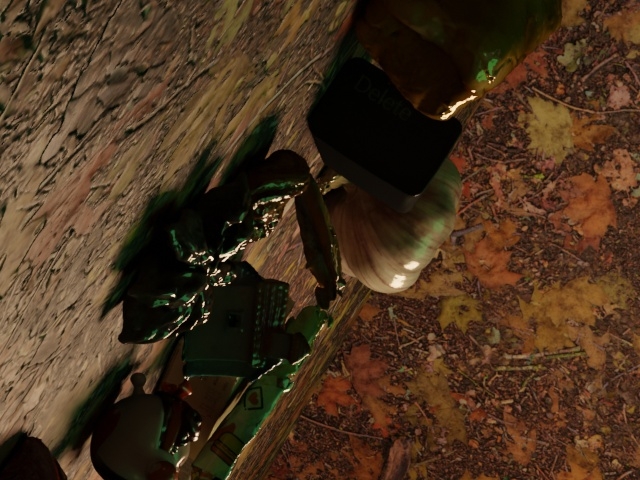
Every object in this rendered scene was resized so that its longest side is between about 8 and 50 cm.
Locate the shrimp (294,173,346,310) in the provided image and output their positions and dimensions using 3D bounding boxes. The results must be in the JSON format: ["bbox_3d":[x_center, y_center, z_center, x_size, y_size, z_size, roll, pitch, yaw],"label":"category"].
[{"bbox_3d":[-0.004,0.001,1.998,0.052,0.187,0.132,-16,-169,2],"label":"shrimp"}]

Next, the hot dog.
[{"bbox_3d":[-0.062,-0.051,1.690,0.099,0.065,0.147,-50,179,25],"label":"hot dog"}]

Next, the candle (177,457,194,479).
[{"bbox_3d":[-0.215,0.346,2.379,0.168,0.068,0.192,-59,176,6],"label":"candle"}]

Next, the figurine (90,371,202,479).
[{"bbox_3d":[-0.213,0.258,1.749,0.226,0.160,0.183,-63,177,-24],"label":"figurine"}]

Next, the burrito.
[{"bbox_3d":[-0.078,0.208,1.989,0.288,0.054,0.104,-57,174,-15],"label":"burrito"}]

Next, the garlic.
[{"bbox_3d":[0.075,-0.058,2.260,0.253,0.245,0.245,25,100,-44],"label":"garlic"}]

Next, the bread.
[{"bbox_3d":[0.180,-0.283,1.818,0.149,0.195,0.344,-38,-174,36],"label":"bread"}]

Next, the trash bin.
[{"bbox_3d":[0.080,-0.124,1.948,0.115,0.165,0.225,-57,175,-5],"label":"trash bin"}]

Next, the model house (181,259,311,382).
[{"bbox_3d":[-0.075,0.100,1.751,0.119,0.149,0.148,5,92,-78],"label":"model house"}]

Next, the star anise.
[{"bbox_3d":[-0.133,0.030,1.528,0.212,0.073,0.197,-44,163,-52],"label":"star anise"}]

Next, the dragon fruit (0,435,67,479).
[{"bbox_3d":[-0.285,0.275,1.479,0.147,0.096,0.102,-54,176,-8],"label":"dragon fruit"}]

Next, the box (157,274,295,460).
[{"bbox_3d":[-0.133,0.165,2.025,0.168,0.095,0.212,-49,170,-42],"label":"box"}]
